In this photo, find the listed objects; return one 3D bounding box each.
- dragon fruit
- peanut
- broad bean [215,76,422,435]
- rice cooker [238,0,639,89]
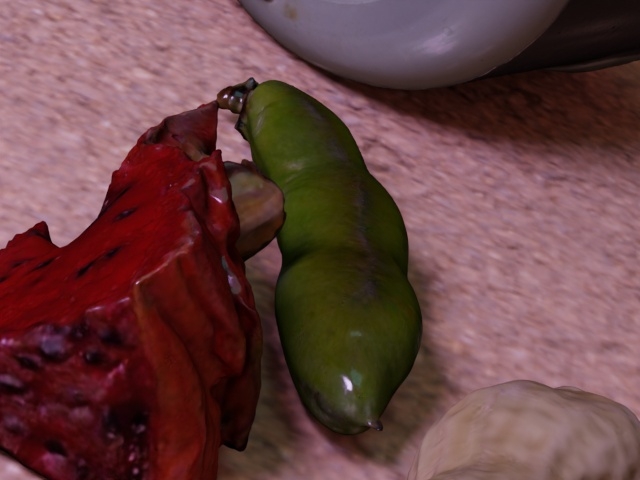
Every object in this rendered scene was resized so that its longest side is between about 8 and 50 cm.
[{"bbox_3d":[-0.066,0.026,0.715,0.092,0.122,0.192,58,17,-21],"label":"dragon fruit"},{"bbox_3d":[0.063,0.096,0.659,0.082,0.082,0.187,30,29,11],"label":"peanut"},{"bbox_3d":[0.004,0.000,0.803,0.065,0.046,0.254,6,31,-15],"label":"broad bean"},{"bbox_3d":[0.095,-0.224,1.004,0.288,0.288,0.277,40,35,28],"label":"rice cooker"}]
